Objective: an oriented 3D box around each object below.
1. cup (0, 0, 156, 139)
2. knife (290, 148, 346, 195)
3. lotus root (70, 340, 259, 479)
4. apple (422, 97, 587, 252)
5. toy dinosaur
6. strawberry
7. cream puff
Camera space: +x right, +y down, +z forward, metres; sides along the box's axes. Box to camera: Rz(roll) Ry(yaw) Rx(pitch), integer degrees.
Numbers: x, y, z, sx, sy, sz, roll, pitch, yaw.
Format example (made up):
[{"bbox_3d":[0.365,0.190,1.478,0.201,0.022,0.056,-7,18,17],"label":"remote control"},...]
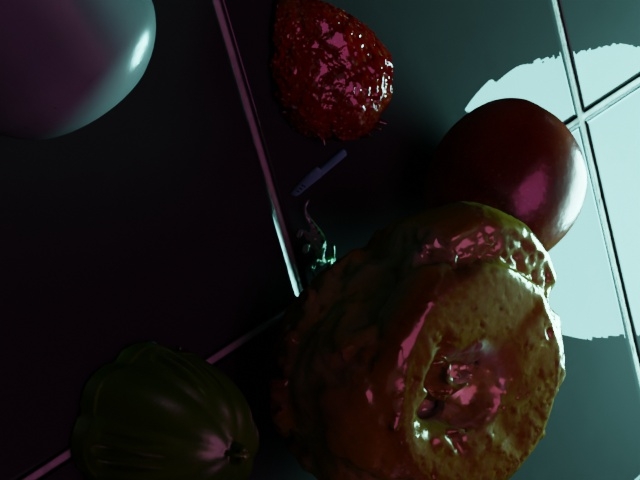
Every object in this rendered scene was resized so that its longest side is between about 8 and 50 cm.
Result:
[{"bbox_3d":[-0.284,-0.246,1.639,0.205,0.205,0.312,-50,126,-27],"label":"cup"},{"bbox_3d":[-0.003,-0.073,2.064,0.091,0.005,0.014,-42,123,-31],"label":"knife"},{"bbox_3d":[-0.125,0.196,1.871,0.186,0.186,0.186,-7,100,-43],"label":"lotus root"},{"bbox_3d":[0.206,-0.063,2.146,0.168,0.181,0.181,-45,123,-37],"label":"apple"},{"bbox_3d":[0.000,0.000,2.066,0.062,0.021,0.083,8,94,-51],"label":"toy dinosaur"},{"bbox_3d":[0.018,-0.187,2.029,0.187,0.082,0.146,55,53,-27],"label":"strawberry"},{"bbox_3d":[0.093,0.119,2.024,0.327,0.231,0.343,1,101,-38],"label":"cream puff"}]
